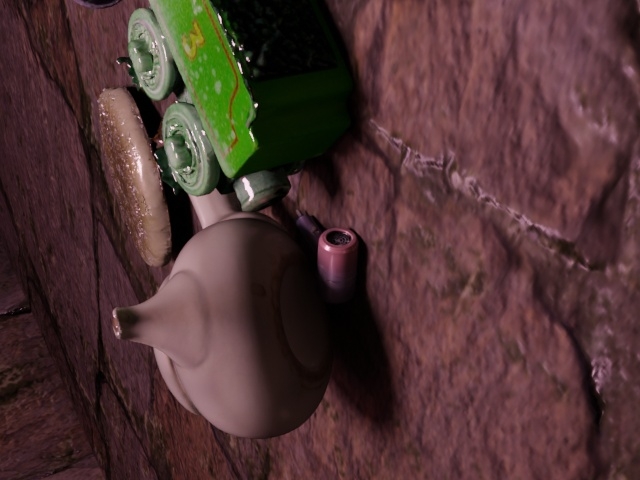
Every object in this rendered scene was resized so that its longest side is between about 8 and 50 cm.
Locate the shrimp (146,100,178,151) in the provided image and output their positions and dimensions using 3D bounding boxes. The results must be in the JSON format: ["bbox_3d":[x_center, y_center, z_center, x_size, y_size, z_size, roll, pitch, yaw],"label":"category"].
[{"bbox_3d":[-0.145,-0.087,1.168,0.150,0.051,0.217,66,158,-7],"label":"shrimp"}]

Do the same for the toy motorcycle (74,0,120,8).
[{"bbox_3d":[-0.271,-0.385,1.015,0.109,0.198,0.297,48,133,50],"label":"toy motorcycle"}]

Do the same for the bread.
[{"bbox_3d":[-0.257,-0.086,1.377,0.267,0.040,0.267,164,90,-73],"label":"bread"}]

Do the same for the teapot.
[{"bbox_3d":[-0.077,0.040,0.979,0.318,0.149,0.220,-81,-29,-47],"label":"teapot"}]

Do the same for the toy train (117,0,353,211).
[{"bbox_3d":[-0.075,-0.154,0.871,0.188,0.132,0.243,-39,71,56],"label":"toy train"}]

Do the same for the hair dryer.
[{"bbox_3d":[0.000,0.000,0.937,0.114,0.037,0.063,-125,29,-47],"label":"hair dryer"}]
